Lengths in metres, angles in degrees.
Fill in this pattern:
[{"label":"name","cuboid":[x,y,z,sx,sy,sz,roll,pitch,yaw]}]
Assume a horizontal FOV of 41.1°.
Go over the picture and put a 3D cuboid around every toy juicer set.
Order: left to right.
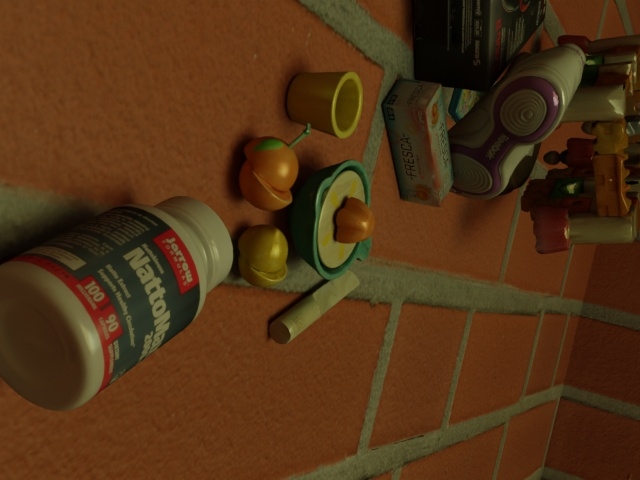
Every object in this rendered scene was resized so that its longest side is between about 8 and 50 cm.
[{"label":"toy juicer set","cuboid":[0.000,0.000,0.920,0.209,0.090,0.328,-53,146,-39]}]

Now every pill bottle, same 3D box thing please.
[{"label":"pill bottle","cuboid":[-0.147,0.034,0.624,0.180,0.108,0.107,-39,135,-52]}]

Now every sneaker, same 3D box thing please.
[{"label":"sneaker","cuboid":[0.264,-0.160,1.197,0.152,0.114,0.305,-48,-177,-34]}]

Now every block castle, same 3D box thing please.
[{"label":"block castle","cuboid":[0.464,-0.186,1.542,0.453,0.213,0.302,-47,130,-56]}]

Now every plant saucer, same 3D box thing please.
[{"label":"plant saucer","cuboid":[0.386,-0.220,1.644,0.278,0.041,0.277,-40,136,-52]}]

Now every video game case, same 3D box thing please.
[{"label":"video game case","cuboid":[0.252,-0.234,1.395,0.166,0.015,0.119,31,74,-63]}]

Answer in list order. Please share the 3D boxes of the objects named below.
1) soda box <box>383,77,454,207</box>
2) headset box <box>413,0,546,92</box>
[{"label":"soda box","cuboid":[0.136,-0.129,1.158,0.058,0.063,0.183,-59,150,-32]},{"label":"headset box","cuboid":[0.221,-0.353,1.166,0.293,0.110,0.218,-49,144,-44]}]
